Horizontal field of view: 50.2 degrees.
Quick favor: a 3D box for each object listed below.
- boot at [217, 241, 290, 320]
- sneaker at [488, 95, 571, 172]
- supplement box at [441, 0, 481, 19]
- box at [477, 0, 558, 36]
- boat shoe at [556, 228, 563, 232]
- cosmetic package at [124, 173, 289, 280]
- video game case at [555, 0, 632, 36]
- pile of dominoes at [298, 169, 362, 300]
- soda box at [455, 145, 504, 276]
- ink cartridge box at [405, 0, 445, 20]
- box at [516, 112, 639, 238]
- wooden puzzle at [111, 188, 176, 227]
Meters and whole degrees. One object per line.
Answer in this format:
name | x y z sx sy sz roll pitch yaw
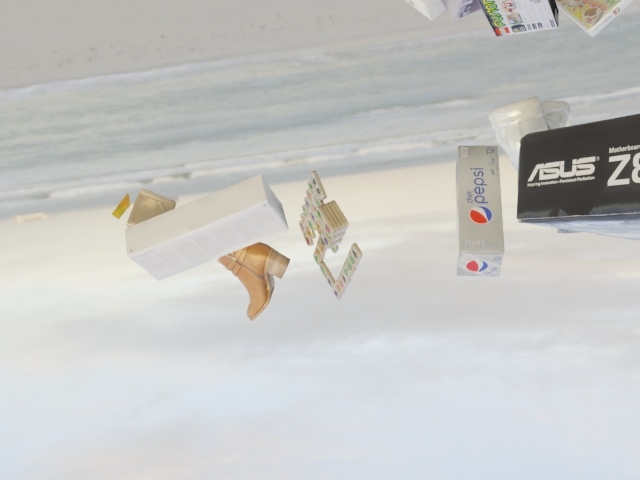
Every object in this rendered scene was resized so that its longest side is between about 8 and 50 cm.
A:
boot | -0.174 0.082 1.598 0.152 0.197 0.073 26 -159 -5
sneaker | 0.254 -0.115 0.813 0.080 0.094 0.212 -15 -179 33
supplement box | 0.385 -0.576 1.464 0.239 0.073 0.130 -25 164 -11
box | 0.329 -0.419 1.161 0.114 0.036 0.207 0 167 29
boat shoe | 0.653 -0.081 1.712 0.122 0.120 0.324 -4 178 18
cosmetic package | -0.181 -0.019 1.089 0.239 0.060 0.099 -21 150 8
video game case | 0.573 -0.541 1.380 0.026 0.227 0.206 30 117 -36
pile of dominoes | 0.000 0.000 1.360 0.040 0.196 0.251 -24 160 -20
soda box | 0.335 -0.066 1.454 0.091 0.286 0.098 1 146 8
ink cartridge box | 0.235 -0.598 1.571 0.104 0.181 0.061 -40 144 3
box | 0.420 -0.048 0.565 0.318 0.097 0.395 7 174 -33
wooden puzzle | -0.296 -0.046 1.191 0.116 0.079 0.014 28 177 -10
